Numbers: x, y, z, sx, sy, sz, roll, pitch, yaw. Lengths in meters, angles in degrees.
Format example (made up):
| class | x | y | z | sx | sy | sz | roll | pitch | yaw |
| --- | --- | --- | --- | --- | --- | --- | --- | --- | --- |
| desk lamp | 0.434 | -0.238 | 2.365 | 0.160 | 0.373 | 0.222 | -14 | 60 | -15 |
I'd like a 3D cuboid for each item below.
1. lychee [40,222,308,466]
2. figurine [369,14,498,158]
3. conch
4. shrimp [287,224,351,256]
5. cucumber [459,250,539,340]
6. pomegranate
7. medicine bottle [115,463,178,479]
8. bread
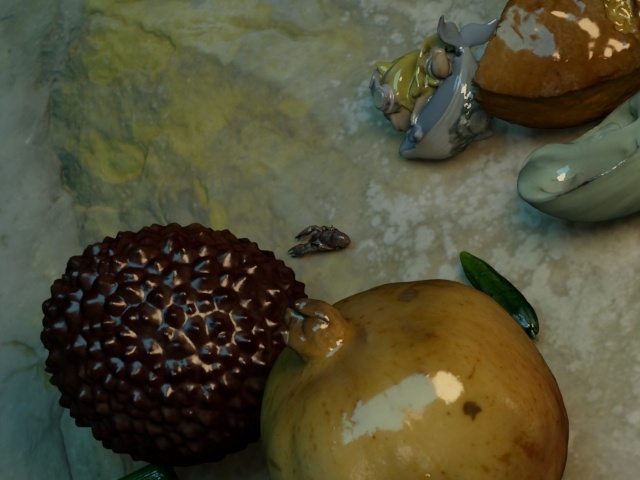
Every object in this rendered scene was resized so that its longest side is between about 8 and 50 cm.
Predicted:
| class | x | y | z | sx | sy | sz | roll | pitch | yaw |
| --- | --- | --- | --- | --- | --- | --- | --- | --- | --- |
| lychee | -0.158 | 0.118 | 1.867 | 0.306 | 0.330 | 0.306 | -45 | 24 | 26 |
| figurine | 0.144 | -0.189 | 1.983 | 0.184 | 0.128 | 0.209 | 46 | 125 | 40 |
| conch | 0.332 | -0.086 | 1.798 | 0.221 | 0.185 | 0.121 | -30 | 86 | 15 |
| shrimp | -0.002 | -0.003 | 2.022 | 0.092 | 0.029 | 0.038 | -11 | 56 | 28 |
| cucumber | 0.212 | 0.066 | 1.849 | 0.039 | 0.039 | 0.168 | -41 | 47 | 1 |
| pomegranate | 0.081 | 0.186 | 1.643 | 0.342 | 0.342 | 0.343 | -15 | 54 | 21 |
| medicine bottle | -0.290 | 0.341 | 1.944 | 0.260 | 0.064 | 0.095 | -28 | 48 | 11 |
| bread | 0.325 | -0.259 | 1.868 | 0.179 | 0.194 | 0.340 | 27 | 66 | 14 |
